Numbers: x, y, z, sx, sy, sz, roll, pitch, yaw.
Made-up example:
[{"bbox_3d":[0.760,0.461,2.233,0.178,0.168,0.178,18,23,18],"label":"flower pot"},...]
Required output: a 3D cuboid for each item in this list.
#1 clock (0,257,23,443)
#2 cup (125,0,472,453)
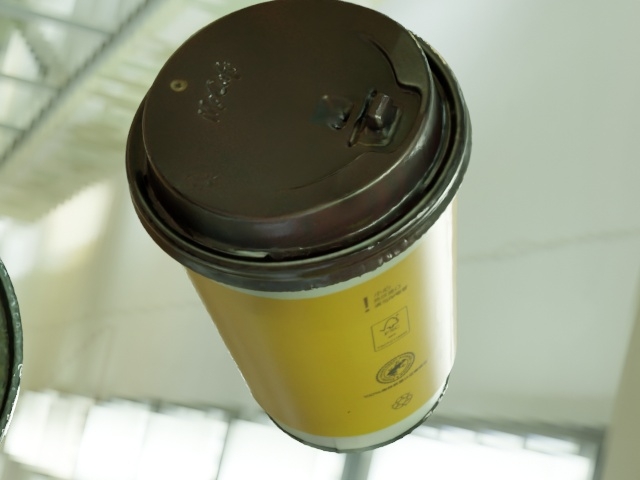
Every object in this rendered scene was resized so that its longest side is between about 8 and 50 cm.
[{"bbox_3d":[-0.257,0.056,1.003,0.042,0.215,0.215,139,-37,-67],"label":"clock"},{"bbox_3d":[0.000,0.000,1.168,0.279,0.196,0.196,76,15,-53],"label":"cup"}]
